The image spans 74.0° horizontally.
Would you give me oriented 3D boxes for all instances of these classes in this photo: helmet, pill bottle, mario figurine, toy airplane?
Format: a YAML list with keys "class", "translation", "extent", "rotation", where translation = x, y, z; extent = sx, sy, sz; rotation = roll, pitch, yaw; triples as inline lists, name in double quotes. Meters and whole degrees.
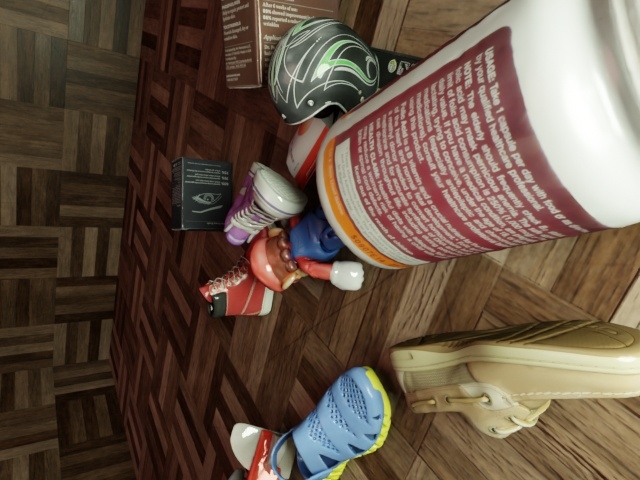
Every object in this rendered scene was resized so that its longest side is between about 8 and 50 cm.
- class: "helmet"
  translation: [-0.004, -0.266, 0.683]
  extent: [0.169, 0.161, 0.170]
  rotation: [-6, 83, 56]
- class: "pill bottle"
  translation: [0.189, -0.105, 0.429]
  extent: [0.392, 0.223, 0.224]
  rotation: [-18, 75, 54]
- class: "mario figurine"
  translation: [0.000, 0.000, 0.820]
  extent: [0.320, 0.170, 0.198]
  rotation: [-33, 25, 39]
- class: "toy airplane"
  translation: [-0.167, 0.581, 0.875]
  extent: [0.384, 0.272, 0.387]
  rotation: [-114, 24, -60]

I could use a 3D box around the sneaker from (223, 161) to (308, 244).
- class: "sneaker"
  translation: [-0.111, -0.046, 0.778]
  extent: [0.161, 0.102, 0.282]
  rotation: [-58, 17, 6]

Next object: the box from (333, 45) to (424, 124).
- class: "box"
  translation: [0.097, -0.216, 0.715]
  extent: [0.184, 0.045, 0.191]
  rotation: [43, 123, 45]

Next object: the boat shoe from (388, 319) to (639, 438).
- class: "boat shoe"
  translation: [0.213, 0.162, 0.493]
  extent: [0.341, 0.121, 0.110]
  rotation: [-31, 69, 62]

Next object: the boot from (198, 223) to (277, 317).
- class: "boot"
  translation: [-0.194, 0.067, 1.009]
  extent: [0.088, 0.176, 0.245]
  rotation: [23, 107, 54]

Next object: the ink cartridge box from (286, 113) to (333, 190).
- class: "ink cartridge box"
  translation: [-0.028, -0.183, 0.829]
  extent: [0.145, 0.045, 0.179]
  rotation: [-53, 19, 41]

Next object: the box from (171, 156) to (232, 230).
- class: "box"
  translation: [-0.352, -0.130, 1.256]
  extent: [0.108, 0.153, 0.207]
  rotation: [1, 90, 55]

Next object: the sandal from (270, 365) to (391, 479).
- class: "sandal"
  translation: [0.011, 0.345, 0.751]
  extent: [0.126, 0.138, 0.318]
  rotation: [56, 130, 42]

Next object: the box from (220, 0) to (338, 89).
- class: "box"
  translation: [-0.077, -0.476, 0.775]
  extent: [0.143, 0.191, 0.382]
  rotation: [22, 118, 46]
